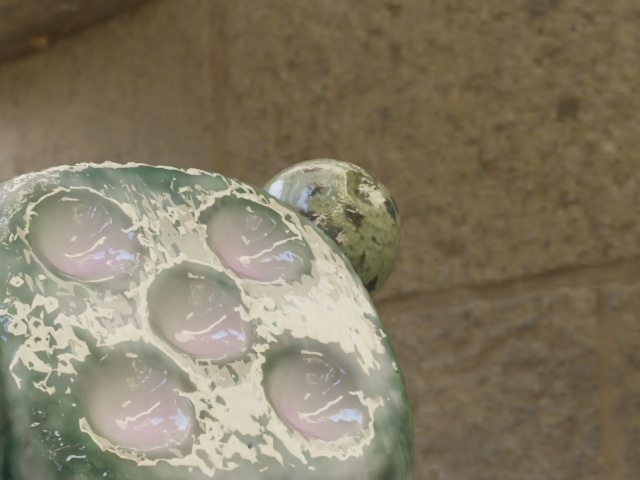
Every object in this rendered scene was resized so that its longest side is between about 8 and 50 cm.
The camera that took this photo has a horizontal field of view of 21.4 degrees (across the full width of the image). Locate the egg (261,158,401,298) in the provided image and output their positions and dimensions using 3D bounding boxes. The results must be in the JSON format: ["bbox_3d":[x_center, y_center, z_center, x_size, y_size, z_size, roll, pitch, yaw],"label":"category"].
[{"bbox_3d":[0.000,0.000,1.504,0.141,0.181,0.141,3,109,9],"label":"egg"}]

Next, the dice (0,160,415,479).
[{"bbox_3d":[-0.144,0.166,1.271,0.328,0.330,0.348,-57,45,40],"label":"dice"}]
